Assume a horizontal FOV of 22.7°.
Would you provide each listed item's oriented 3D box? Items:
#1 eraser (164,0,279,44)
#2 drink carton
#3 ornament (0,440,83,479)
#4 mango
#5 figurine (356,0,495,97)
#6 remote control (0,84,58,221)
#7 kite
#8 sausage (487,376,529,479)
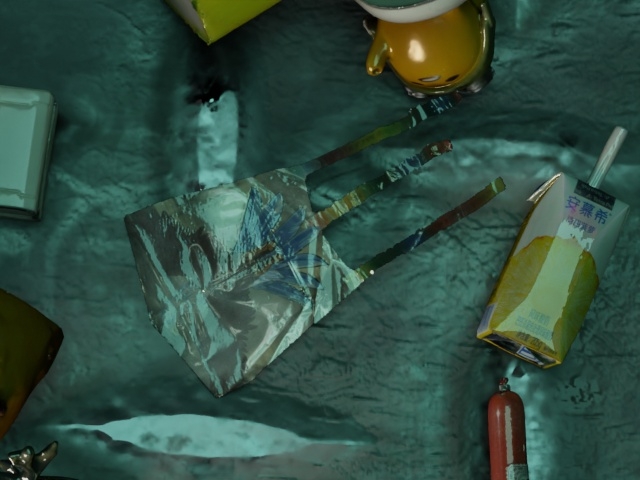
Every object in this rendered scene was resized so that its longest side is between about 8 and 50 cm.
[{"bbox_3d":[-0.042,-0.266,1.304,0.226,0.069,0.158,-35,38,-9],"label":"eraser"},{"bbox_3d":[0.200,0.001,1.303,0.084,0.074,0.200,26,78,1],"label":"drink carton"},{"bbox_3d":[-0.260,0.206,1.156,0.202,0.236,0.080,-16,78,-6],"label":"ornament"},{"bbox_3d":[-0.325,0.100,1.201,0.236,0.136,0.166,3,56,34],"label":"mango"},{"bbox_3d":[0.104,-0.219,1.335,0.166,0.141,0.250,-8,43,24],"label":"figurine"},{"bbox_3d":[-0.360,-0.082,1.298,0.277,0.055,0.103,7,79,1],"label":"remote control"},{"bbox_3d":[0.000,0.000,1.301,0.310,0.015,0.169,-24,81,4],"label":"kite"},{"bbox_3d":[0.154,0.235,1.275,0.034,0.034,0.253,-2,80,-4],"label":"sausage"}]
